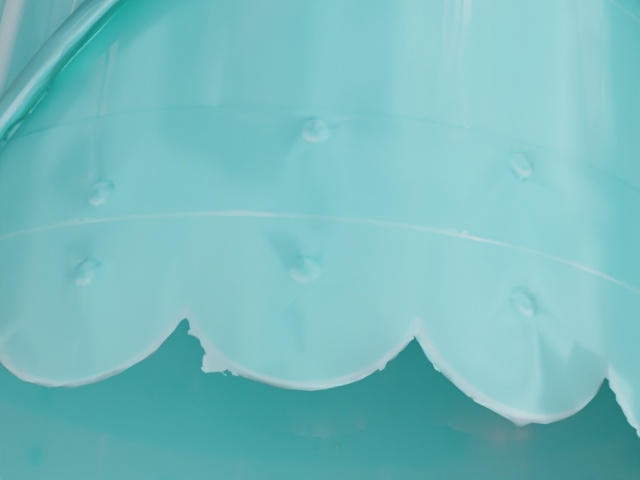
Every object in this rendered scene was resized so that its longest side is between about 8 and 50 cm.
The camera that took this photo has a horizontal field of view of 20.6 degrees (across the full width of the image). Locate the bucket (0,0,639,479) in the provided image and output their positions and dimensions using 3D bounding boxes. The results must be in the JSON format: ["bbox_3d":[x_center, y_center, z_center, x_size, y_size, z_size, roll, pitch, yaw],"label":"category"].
[{"bbox_3d":[0.000,0.000,0.581,0.281,0.281,0.183,4,69,-3],"label":"bucket"}]
